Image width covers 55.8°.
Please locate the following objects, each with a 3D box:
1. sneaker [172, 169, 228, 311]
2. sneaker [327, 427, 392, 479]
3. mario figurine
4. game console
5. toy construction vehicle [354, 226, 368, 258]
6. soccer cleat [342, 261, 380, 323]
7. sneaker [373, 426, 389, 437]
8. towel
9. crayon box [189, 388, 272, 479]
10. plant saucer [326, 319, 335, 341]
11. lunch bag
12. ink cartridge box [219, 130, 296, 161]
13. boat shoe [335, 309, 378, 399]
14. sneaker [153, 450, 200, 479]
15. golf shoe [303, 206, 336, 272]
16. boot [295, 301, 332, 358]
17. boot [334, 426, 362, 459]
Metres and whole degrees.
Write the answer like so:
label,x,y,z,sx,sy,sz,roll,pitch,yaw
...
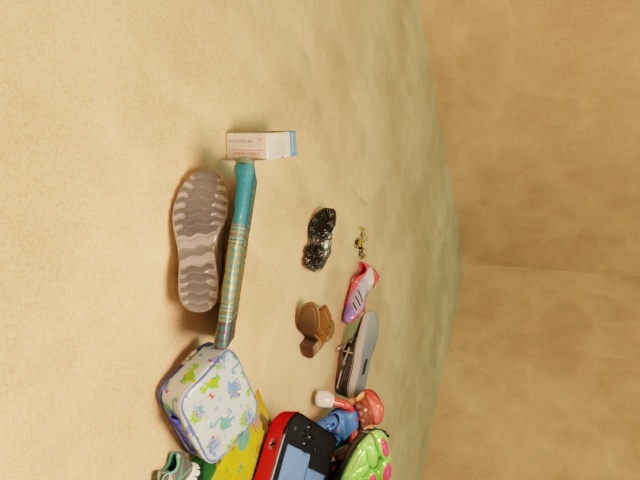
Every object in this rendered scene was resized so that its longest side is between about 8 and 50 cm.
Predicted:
label,x,y,z,sx,sy,sz,roll,pitch,yaw
sneaker,-0.242,0.000,1.208,0.115,0.105,0.282,138,-43,-81
sneaker,0.044,0.705,1.716,0.185,0.202,0.483,-1,124,-40
mario figurine,0.060,0.561,1.881,0.320,0.170,0.198,-17,135,-41
game console,-0.070,0.635,1.474,0.342,0.060,0.387,49,51,-51
toy construction vehicle,0.153,0.010,2.155,0.086,0.035,0.098,44,54,-61
soccer cleat,0.125,0.181,2.091,0.095,0.083,0.248,44,53,-13
sneaker,0.190,0.743,2.282,0.223,0.098,0.083,5,89,-67
towel,-0.178,0.031,1.261,0.271,0.040,0.371,129,-32,-83
crayon box,-0.208,0.512,1.346,0.319,0.081,0.202,-60,146,-45
plant saucer,0.029,0.285,1.939,0.083,0.015,0.084,4,90,-67
lunch bag,-0.228,0.331,1.232,0.176,0.090,0.219,-47,135,-37
ink cartridge box,-0.139,-0.213,1.356,0.181,0.104,0.062,-27,118,-63
boat shoe,0.115,0.377,2.030,0.113,0.104,0.307,-2,103,-58
sneaker,-0.304,0.481,1.169,0.076,0.064,0.166,63,32,-23
golf shoe,0.000,0.000,1.770,0.094,0.077,0.198,63,44,-68
boot,-0.010,0.229,1.775,0.152,0.072,0.197,-49,149,-52
boot,0.062,0.761,2.049,0.264,0.096,0.281,-22,121,-72
